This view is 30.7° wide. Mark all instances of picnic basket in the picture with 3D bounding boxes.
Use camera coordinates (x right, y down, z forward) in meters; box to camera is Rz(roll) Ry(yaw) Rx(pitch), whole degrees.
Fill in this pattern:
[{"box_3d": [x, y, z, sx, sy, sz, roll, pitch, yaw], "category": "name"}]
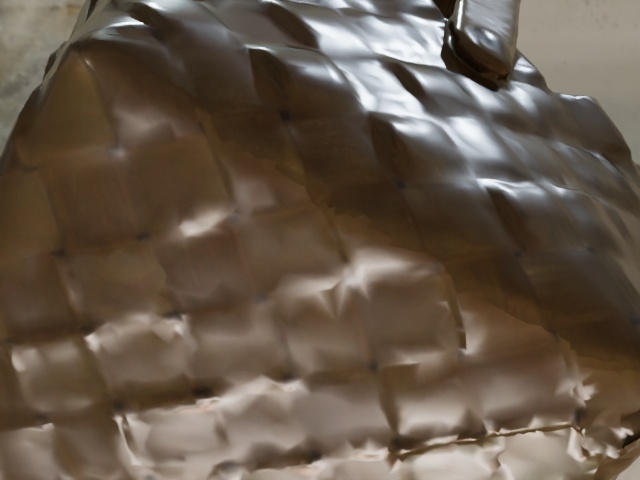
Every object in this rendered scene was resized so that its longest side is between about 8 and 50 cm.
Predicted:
[{"box_3d": [0.000, 0.000, 0.536, 0.291, 0.321, 0.254, 31, -62, -4], "category": "picnic basket"}]
